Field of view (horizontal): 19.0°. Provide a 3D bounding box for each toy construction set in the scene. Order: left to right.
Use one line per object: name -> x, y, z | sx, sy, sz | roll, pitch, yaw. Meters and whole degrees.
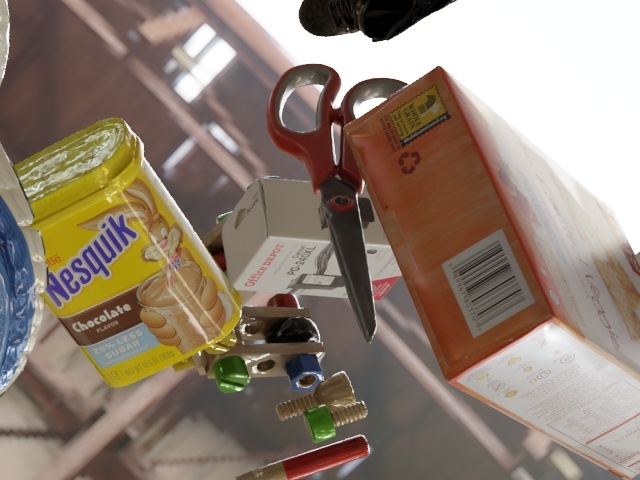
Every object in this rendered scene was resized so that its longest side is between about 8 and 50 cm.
toy construction set -> -0.108, 0.108, 1.943 | 0.257, 0.237, 0.309 | 110, 141, -75

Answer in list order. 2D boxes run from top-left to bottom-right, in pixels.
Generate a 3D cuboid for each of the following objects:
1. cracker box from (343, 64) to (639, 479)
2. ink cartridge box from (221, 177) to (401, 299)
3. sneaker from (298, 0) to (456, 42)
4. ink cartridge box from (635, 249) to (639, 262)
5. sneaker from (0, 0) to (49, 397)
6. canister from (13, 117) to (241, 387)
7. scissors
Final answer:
cracker box -> 0.116, 0.024, 1.010 | 0.232, 0.067, 0.155 | 32, -149, -55
ink cartridge box -> 0.000, 0.000, 1.691 | 0.150, 0.109, 0.063 | 4, -118, -21
sneaker -> 0.041, -0.185, 1.496 | 0.051, 0.170, 0.089 | 62, -146, -18
ink cartridge box -> 0.473, -0.038, 1.774 | 0.223, 0.307, 0.129 | -27, -101, -36
sneaker -> -0.259, -0.025, 1.133 | 0.130, 0.330, 0.147 | 14, -145, 28
canister -> -0.148, 0.012, 1.370 | 0.170, 0.126, 0.073 | 57, -165, -29
scissors -> 0.003, -0.031, 1.278 | 0.109, 0.021, 0.297 | 6, -140, 5
